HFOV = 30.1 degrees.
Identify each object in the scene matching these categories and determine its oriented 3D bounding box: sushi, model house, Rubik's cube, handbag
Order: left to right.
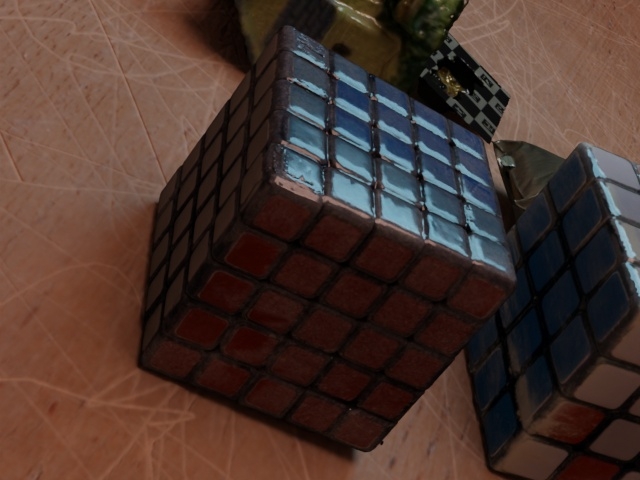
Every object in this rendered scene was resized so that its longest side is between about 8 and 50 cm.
[{"bbox_3d":[0.000,0.000,1.038,0.237,0.238,0.237,25,33,-21],"label":"Rubik's cube"},{"bbox_3d":[0.009,-0.341,1.443,0.266,0.261,0.321,24,31,-20],"label":"model house"},{"bbox_3d":[0.166,-0.219,1.646,0.192,0.050,0.215,44,29,-6],"label":"sushi"},{"bbox_3d":[0.337,-0.033,1.547,0.270,0.117,0.182,28,26,-22],"label":"handbag"},{"bbox_3d":[0.321,0.098,1.215,0.253,0.256,0.259,18,37,-20],"label":"Rubik's cube"}]
